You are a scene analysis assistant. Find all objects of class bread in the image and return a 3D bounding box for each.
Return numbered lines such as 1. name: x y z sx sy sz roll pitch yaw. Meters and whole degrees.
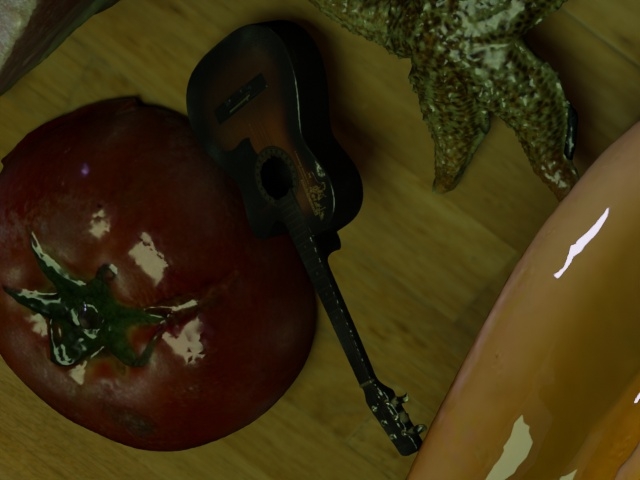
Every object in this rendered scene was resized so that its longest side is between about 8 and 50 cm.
1. bread: 0.181 0.139 0.665 0.245 0.329 0.424 54 142 41

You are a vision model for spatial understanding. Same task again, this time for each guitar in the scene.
1. guitar: 0.000 0.000 0.702 0.088 0.025 0.233 -32 79 44

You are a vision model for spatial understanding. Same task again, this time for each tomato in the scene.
1. tomato: -0.117 0.032 0.802 0.225 0.085 0.225 14 125 21

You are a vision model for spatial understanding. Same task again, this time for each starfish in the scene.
1. starfish: 0.055 -0.108 0.660 0.176 0.053 0.208 13 119 29

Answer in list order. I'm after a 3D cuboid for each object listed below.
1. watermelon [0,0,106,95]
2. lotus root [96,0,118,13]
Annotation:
1. watermelon: -0.212 -0.211 0.607 0.305 0.224 0.180 42 169 -3
2. lotus root: -0.111 -0.146 0.703 0.099 0.054 0.049 -31 113 35
